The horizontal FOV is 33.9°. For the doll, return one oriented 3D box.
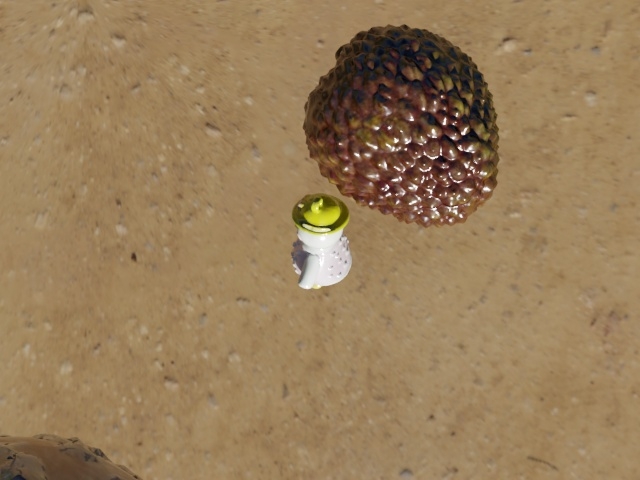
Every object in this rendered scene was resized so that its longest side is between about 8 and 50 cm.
[{"bbox_3d":[0.000,0.000,1.395,0.081,0.207,0.129,19,64,12],"label":"doll"}]

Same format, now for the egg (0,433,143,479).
[{"bbox_3d":[-0.238,0.283,0.831,0.311,0.279,0.279,19,98,2],"label":"egg"}]

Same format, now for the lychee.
[{"bbox_3d":[0.102,-0.138,1.277,0.236,0.236,0.271,-43,72,0],"label":"lychee"}]
